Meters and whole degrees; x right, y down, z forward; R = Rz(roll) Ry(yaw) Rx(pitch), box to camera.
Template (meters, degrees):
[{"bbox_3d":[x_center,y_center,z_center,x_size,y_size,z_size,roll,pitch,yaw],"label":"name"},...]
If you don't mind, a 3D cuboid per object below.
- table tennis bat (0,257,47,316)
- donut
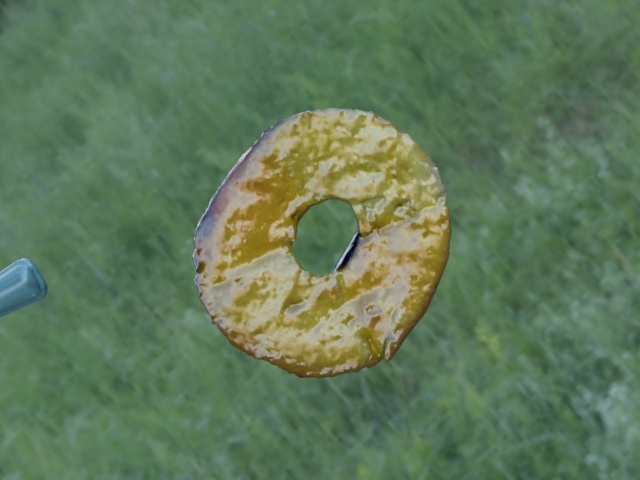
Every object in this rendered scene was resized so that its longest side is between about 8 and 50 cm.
[{"bbox_3d":[-0.360,0.089,1.123,0.244,0.153,0.040,-29,1,1],"label":"table tennis bat"},{"bbox_3d":[0.001,0.000,0.885,0.074,0.174,0.190,-177,103,-87],"label":"donut"}]
